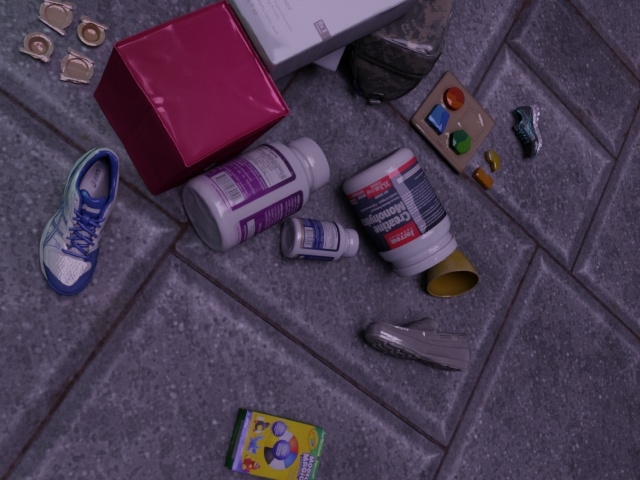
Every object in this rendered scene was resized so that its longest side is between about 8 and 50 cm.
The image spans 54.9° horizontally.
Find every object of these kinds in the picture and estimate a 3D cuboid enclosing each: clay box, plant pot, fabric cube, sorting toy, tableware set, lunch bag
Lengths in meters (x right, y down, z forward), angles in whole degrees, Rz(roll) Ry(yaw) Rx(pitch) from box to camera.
[{"bbox_3d":[-0.085,0.454,1.346,0.222,0.053,0.128,20,74,-23],"label":"clay box"},{"bbox_3d":[0.333,0.073,1.591,0.134,0.134,0.095,12,52,-26],"label":"plant pot"},{"bbox_3d":[-0.265,-0.276,1.245,0.254,0.258,0.259,-33,98,-29],"label":"fabric cube"},{"bbox_3d":[0.411,-0.301,1.725,0.307,0.041,0.229,43,66,-16],"label":"sorting toy"},{"bbox_3d":[-0.521,-0.410,1.264,0.141,0.020,0.169,22,73,-23],"label":"tableware set"},{"bbox_3d":[0.193,-0.518,1.524,0.212,0.256,0.305,17,72,-2],"label":"lunch bag"}]

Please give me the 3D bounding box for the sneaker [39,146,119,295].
[{"bbox_3d":[-0.460,-0.043,1.180,0.111,0.131,0.297,14,78,-27],"label":"sneaker"}]

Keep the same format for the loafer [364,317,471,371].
[{"bbox_3d":[0.245,0.243,1.526,0.319,0.112,0.112,21,68,-32],"label":"loafer"}]

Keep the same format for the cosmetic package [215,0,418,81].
[{"bbox_3d":[0.004,-0.506,1.262,0.385,0.156,0.217,-32,95,-11],"label":"cosmetic package"}]

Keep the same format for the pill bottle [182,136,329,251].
[{"bbox_3d":[-0.132,-0.113,1.342,0.301,0.169,0.169,-30,97,-28],"label":"pill bottle"}]

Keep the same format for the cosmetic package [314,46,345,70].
[{"bbox_3d":[0.022,-0.531,1.452,0.085,0.117,0.231,9,112,-40],"label":"cosmetic package"}]

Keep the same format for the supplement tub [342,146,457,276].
[{"bbox_3d":[0.194,-0.069,1.492,0.191,0.191,0.272,-34,98,-27],"label":"supplement tub"}]

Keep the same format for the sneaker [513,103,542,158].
[{"bbox_3d":[0.608,-0.323,1.831,0.076,0.065,0.167,0,79,-11],"label":"sneaker"}]

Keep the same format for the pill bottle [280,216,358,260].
[{"bbox_3d":[0.000,0.000,1.435,0.169,0.094,0.094,6,80,-27],"label":"pill bottle"}]
